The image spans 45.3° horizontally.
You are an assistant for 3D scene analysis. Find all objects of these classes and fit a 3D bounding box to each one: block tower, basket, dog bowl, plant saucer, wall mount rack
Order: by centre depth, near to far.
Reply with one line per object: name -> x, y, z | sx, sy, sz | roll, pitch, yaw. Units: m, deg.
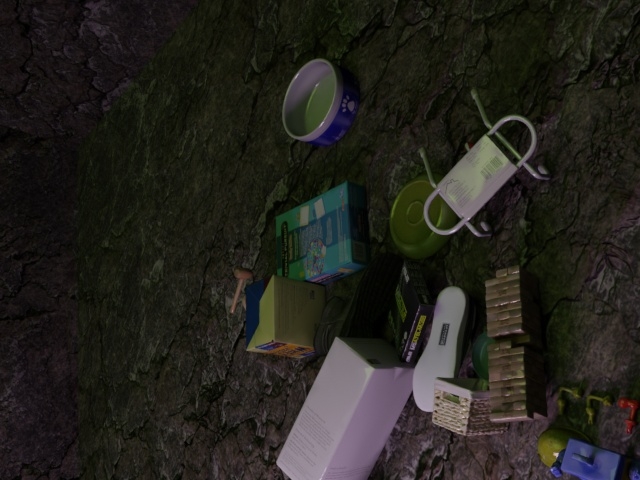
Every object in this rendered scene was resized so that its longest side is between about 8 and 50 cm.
block tower -> 0.425, 0.231, 1.670 | 0.091, 0.097, 0.335 | -19, 55, 40
basket -> 0.338, 0.368, 1.706 | 0.113, 0.167, 0.103 | 11, 91, 51
plant saucer -> 0.403, 0.266, 1.772 | 0.119, 0.021, 0.119 | -21, 61, 43
wall mount rack -> 0.368, -0.188, 1.840 | 0.350, 0.130, 0.304 | -49, 66, 29
plant saucer -> 0.263, -0.070, 2.044 | 0.241, 0.037, 0.241 | -20, 63, 45
dog bowl -> -0.001, -0.434, 2.430 | 0.265, 0.104, 0.264 | -19, 64, 46

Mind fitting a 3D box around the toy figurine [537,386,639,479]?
toy figurine -> 0.519, 0.384, 1.439 | 0.362, 0.217, 0.191 | 12, 87, 51

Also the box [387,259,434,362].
box -> 0.222, 0.176, 1.916 | 0.190, 0.045, 0.184 | -100, 18, -56

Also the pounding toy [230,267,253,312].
pounding toy -> -0.178, 0.209, 2.411 | 0.155, 0.154, 0.269 | -25, 79, 44

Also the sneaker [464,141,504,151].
sneaker -> 0.413, -0.226, 1.910 | 0.118, 0.042, 0.067 | 53, 122, 36

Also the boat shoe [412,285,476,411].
boat shoe -> 0.305, 0.263, 1.827 | 0.108, 0.102, 0.301 | 3, 74, 41

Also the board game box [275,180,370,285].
board game box -> 0.000, 0.000, 2.304 | 0.336, 0.079, 0.253 | -24, 60, 44

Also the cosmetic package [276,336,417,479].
cosmetic package -> 0.074, 0.444, 1.945 | 0.156, 0.217, 0.385 | 32, 102, 40

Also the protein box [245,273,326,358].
protein box -> -0.099, 0.227, 2.249 | 0.136, 0.201, 0.199 | -24, 60, 44

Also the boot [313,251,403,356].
boot -> 0.087, 0.174, 2.117 | 0.338, 0.118, 0.223 | -62, 22, -7
